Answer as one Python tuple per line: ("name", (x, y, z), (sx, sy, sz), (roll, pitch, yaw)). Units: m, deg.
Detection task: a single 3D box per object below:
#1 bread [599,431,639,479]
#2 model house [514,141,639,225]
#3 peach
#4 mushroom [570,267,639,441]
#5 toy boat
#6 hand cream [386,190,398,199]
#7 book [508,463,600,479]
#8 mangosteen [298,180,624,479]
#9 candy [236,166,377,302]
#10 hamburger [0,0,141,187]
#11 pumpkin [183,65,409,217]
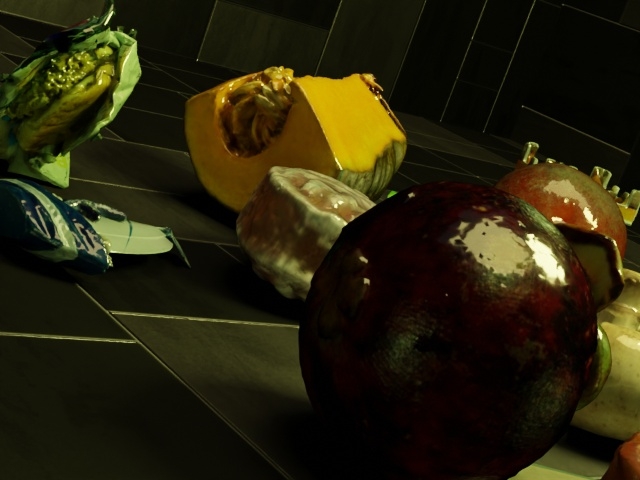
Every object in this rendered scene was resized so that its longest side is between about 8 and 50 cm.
("bread", (0.394, 0.274, 1.122), (0.295, 0.114, 0.327), (41, 25, 29))
("model house", (0.438, -0.040, 2.307), (0.198, 0.215, 0.224), (19, 12, -18))
("peach", (0.376, -0.010, 2.062), (0.252, 0.252, 0.252), (19, 13, -5))
("mushroom", (0.396, 0.146, 1.527), (0.189, 0.195, 0.253), (19, 9, 5))
("toy boat", (-0.284, -0.021, 1.509), (0.210, 0.070, 0.291), (29, 12, 16))
("hand cream", (0.222, 0.005, 1.948), (0.275, 0.050, 0.079), (26, 38, 6))
("book", (0.301, 0.283, 1.221), (0.282, 0.025, 0.215), (16, 14, -19))
("mangosteen", (0.127, 0.090, 1.182), (0.311, 0.311, 0.311), (19, 13, -5))
("candy", (0.000, 0.000, 1.638), (0.214, 0.157, 0.289), (36, 9, 6))
("hamburger", (-0.333, -0.184, 1.701), (0.150, 0.260, 0.276), (51, -1, 2))
("pumpkin", (-0.043, -0.136, 1.914), (0.303, 0.256, 0.225), (-2, 5, 32))
